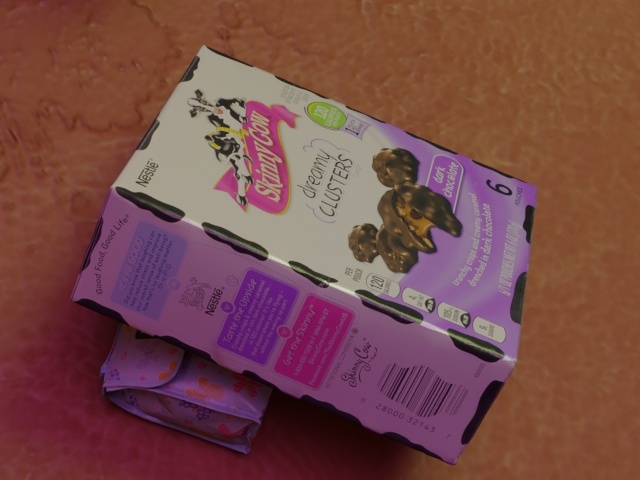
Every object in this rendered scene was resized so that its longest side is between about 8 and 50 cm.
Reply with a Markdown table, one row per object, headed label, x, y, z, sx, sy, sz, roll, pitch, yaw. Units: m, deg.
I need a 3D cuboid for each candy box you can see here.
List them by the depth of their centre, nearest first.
| label | x | y | z | sx | sy | sz | roll | pitch | yaw |
| --- | --- | --- | --- | --- | --- | --- | --- | --- | --- |
| candy box | 0.000 | 0.000 | 0.722 | 0.196 | 0.070 | 0.165 | 23 | 33 | -2 |

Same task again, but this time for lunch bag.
| label | x | y | z | sx | sy | sz | roll | pitch | yaw |
| --- | --- | --- | --- | --- | --- | --- | --- | --- | --- |
| lunch bag | -0.061 | 0.057 | 0.732 | 0.083 | 0.053 | 0.071 | 19 | 58 | 0 |
